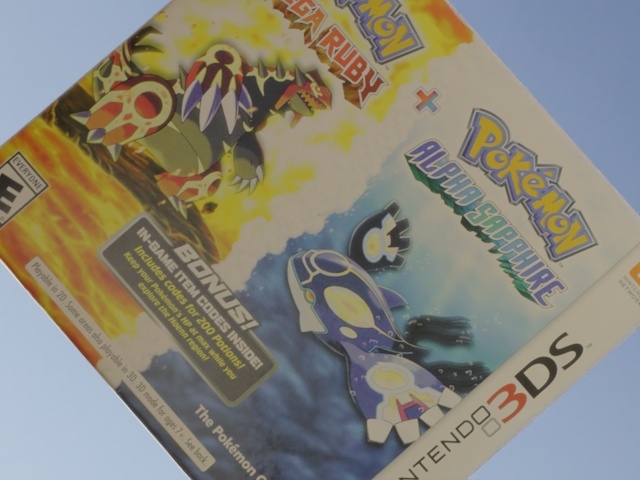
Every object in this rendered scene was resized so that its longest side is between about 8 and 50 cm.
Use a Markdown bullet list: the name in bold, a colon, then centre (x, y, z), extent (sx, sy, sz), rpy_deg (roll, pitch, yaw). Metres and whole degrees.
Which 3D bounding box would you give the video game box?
- **video game box**: centre (0.000, 0.000, 0.558), extent (0.187, 0.048, 0.205), rpy_deg (-42, -91, -5)
